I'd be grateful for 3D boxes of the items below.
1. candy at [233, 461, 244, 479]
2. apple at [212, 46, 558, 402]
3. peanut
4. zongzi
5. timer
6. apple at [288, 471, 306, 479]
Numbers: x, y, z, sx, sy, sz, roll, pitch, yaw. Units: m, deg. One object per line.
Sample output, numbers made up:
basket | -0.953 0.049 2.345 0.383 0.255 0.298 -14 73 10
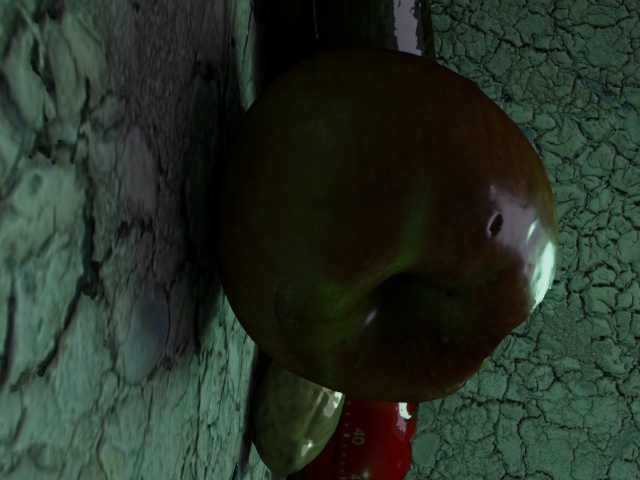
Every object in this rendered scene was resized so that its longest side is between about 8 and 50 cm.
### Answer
candy | -0.108 0.374 0.959 0.136 0.038 0.088 -89 168 -56
apple | 0.059 -0.022 0.731 0.339 0.339 0.340 6 90 -85
peanut | -0.026 0.201 1.124 0.153 0.140 0.325 -22 -138 47
zongzi | 0.019 -0.314 1.000 0.432 0.207 0.404 -111 -173 -53
timer | 0.069 0.336 1.519 0.378 0.279 0.378 8 90 -83
apple | -0.001 0.616 1.683 0.209 0.164 0.210 4 90 -83
